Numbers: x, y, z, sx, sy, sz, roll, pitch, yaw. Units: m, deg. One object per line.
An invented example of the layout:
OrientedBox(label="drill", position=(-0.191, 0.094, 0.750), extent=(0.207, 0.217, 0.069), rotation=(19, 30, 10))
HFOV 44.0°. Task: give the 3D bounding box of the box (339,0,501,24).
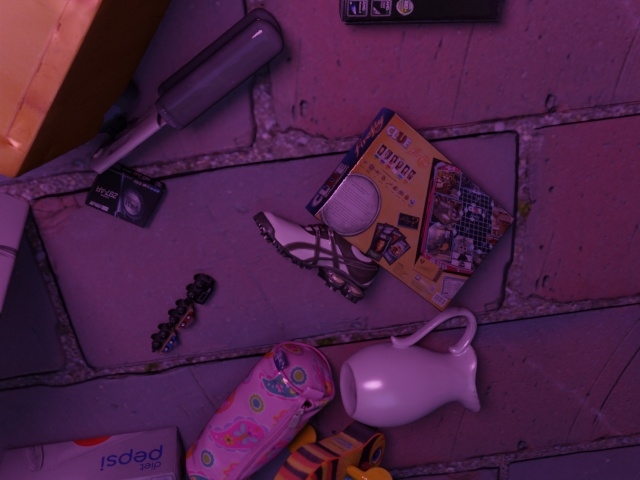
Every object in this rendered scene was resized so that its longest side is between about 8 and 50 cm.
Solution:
OrientedBox(label="box", position=(0.115, -0.333, 0.861), extent=(0.184, 0.045, 0.191), rotation=(0, 126, -4))

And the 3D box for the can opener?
OrientedBox(label="can opener", position=(-0.177, -0.180, 0.914), extent=(0.283, 0.076, 0.095), rotation=(-35, 123, 15))

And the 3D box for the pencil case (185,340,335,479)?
OrientedBox(label="pencil case", position=(-0.094, 0.279, 1.220), extent=(0.124, 0.124, 0.284), rotation=(28, 118, -24))

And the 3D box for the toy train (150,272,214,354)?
OrientedBox(label="toy train", position=(-0.199, 0.108, 1.145), extent=(0.036, 0.027, 0.158), rotation=(21, 120, -33))

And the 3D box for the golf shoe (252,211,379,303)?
OrientedBox(label="golf shoe", position=(0.000, 0.000, 1.074), extent=(0.198, 0.077, 0.094), rotation=(33, 98, -28))

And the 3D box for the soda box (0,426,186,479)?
OrientedBox(label="soda box", position=(-0.364, 0.381, 1.271), extent=(0.286, 0.098, 0.091), rotation=(-7, 127, -1))

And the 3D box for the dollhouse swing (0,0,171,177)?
OrientedBox(label="dollhouse swing", position=(-0.301, -0.291, 0.706), extent=(0.304, 0.315, 0.347), rotation=(30, 106, -6))

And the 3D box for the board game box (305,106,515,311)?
OrientedBox(label="board game box", position=(0.123, -0.035, 1.040), extent=(0.243, 0.042, 0.165), rotation=(37, 94, -27))

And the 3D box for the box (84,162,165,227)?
OrientedBox(label="box", position=(-0.252, -0.060, 1.023), extent=(0.083, 0.018, 0.067), rotation=(25, 118, -22))

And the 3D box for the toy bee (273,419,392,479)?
OrientedBox(label="toy bee", position=(0.037, 0.342, 1.273), extent=(0.195, 0.298, 0.162), rotation=(19, 93, 15))

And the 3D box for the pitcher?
OrientedBox(label="pitcher", position=(0.139, 0.189, 1.197), extent=(0.207, 0.125, 0.178), rotation=(-4, 105, -17))

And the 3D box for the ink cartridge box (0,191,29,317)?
OrientedBox(label="ink cartridge box", position=(-0.452, 0.088, 0.940), extent=(0.121, 0.289, 0.211), rotation=(21, 120, -23))
